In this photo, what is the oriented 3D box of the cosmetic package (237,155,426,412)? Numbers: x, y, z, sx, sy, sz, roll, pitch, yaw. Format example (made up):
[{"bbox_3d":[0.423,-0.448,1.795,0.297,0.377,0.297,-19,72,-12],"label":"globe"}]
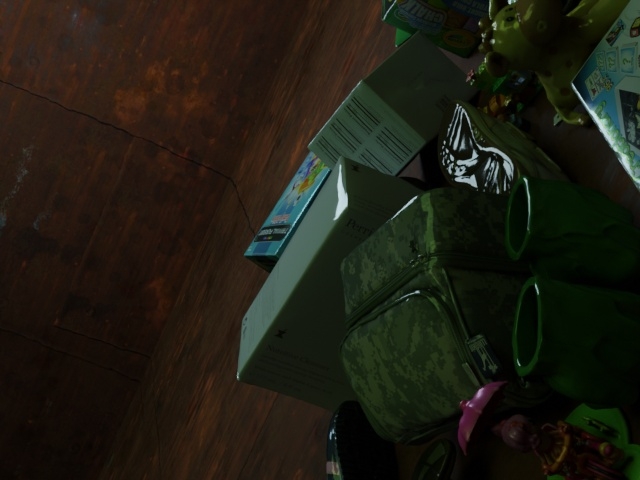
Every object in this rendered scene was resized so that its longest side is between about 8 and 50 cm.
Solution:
[{"bbox_3d":[0.041,0.081,1.588,0.156,0.217,0.385,-90,26,-52],"label":"cosmetic package"}]

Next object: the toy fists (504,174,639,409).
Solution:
[{"bbox_3d":[0.273,0.051,1.043,0.096,0.142,0.279,109,170,-46],"label":"toy fists"}]

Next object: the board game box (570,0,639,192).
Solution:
[{"bbox_3d":[0.386,-0.162,1.058,0.193,0.053,0.305,-58,26,31],"label":"board game box"}]

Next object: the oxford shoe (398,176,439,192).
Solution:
[{"bbox_3d":[0.109,-0.009,1.691,0.227,0.096,0.083,-66,19,13],"label":"oxford shoe"}]

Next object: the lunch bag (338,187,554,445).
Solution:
[{"bbox_3d":[0.162,0.106,1.224,0.305,0.213,0.255,139,133,-57],"label":"lunch bag"}]

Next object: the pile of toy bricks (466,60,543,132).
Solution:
[{"bbox_3d":[0.267,-0.231,1.460,0.212,0.105,0.118,-54,22,41],"label":"pile of toy bricks"}]

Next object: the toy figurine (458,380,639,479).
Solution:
[{"bbox_3d":[0.216,0.202,0.990,0.130,0.159,0.173,-68,18,0],"label":"toy figurine"}]

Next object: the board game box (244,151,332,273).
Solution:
[{"bbox_3d":[-0.011,-0.089,2.062,0.336,0.079,0.254,-58,15,-11],"label":"board game box"}]

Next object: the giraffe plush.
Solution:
[{"bbox_3d":[0.298,-0.264,1.296,0.210,0.171,0.181,-59,19,27],"label":"giraffe plush"}]

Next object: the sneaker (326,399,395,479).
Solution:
[{"bbox_3d":[0.036,0.372,1.412,0.131,0.112,0.319,-54,21,32],"label":"sneaker"}]

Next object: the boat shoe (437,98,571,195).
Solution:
[{"bbox_3d":[0.246,-0.111,1.364,0.302,0.098,0.109,-121,40,-61],"label":"boat shoe"}]

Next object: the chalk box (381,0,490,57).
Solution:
[{"bbox_3d":[0.224,-0.458,1.755,0.289,0.179,0.180,-52,24,45],"label":"chalk box"}]

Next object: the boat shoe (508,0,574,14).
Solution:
[{"bbox_3d":[0.369,-0.475,1.476,0.119,0.121,0.335,7,86,65],"label":"boat shoe"}]

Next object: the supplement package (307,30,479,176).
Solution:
[{"bbox_3d":[0.123,-0.206,1.685,0.194,0.149,0.203,-45,-1,-39],"label":"supplement package"}]

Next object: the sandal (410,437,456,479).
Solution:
[{"bbox_3d":[0.141,0.346,1.233,0.090,0.060,0.219,-116,36,-76],"label":"sandal"}]
